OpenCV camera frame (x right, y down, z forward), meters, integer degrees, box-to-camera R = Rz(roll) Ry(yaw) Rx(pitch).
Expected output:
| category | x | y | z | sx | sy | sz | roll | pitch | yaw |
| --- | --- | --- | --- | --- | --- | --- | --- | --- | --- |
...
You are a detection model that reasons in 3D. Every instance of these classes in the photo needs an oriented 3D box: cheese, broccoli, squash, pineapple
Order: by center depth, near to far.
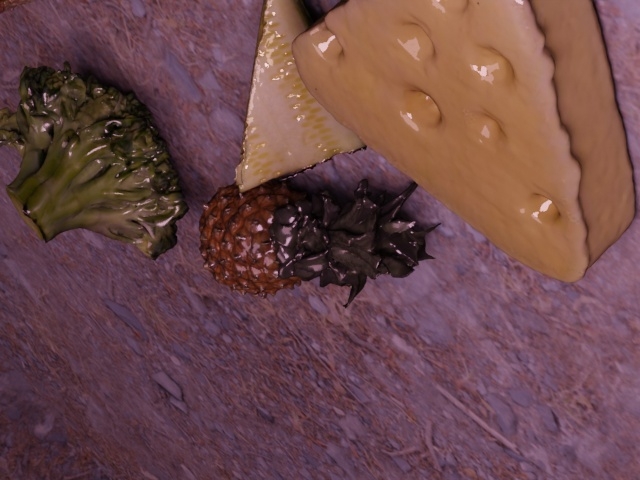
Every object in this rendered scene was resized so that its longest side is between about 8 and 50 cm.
| category | x | y | z | sx | sy | sz | roll | pitch | yaw |
| --- | --- | --- | --- | --- | --- | --- | --- | --- | --- |
| cheese | 0.151 | -0.168 | 1.485 | 0.384 | 0.104 | 0.384 | 36 | 152 | 22 |
| squash | -0.068 | -0.195 | 1.761 | 0.169 | 0.093 | 0.252 | -21 | 119 | 13 |
| pineapple | 0.000 | 0.004 | 1.886 | 0.364 | 0.165 | 0.165 | 5 | 131 | 50 |
| broccoli | -0.331 | -0.085 | 2.136 | 0.288 | 0.245 | 0.248 | 40 | 146 | 16 |

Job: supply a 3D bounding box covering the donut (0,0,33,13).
| category | x | y | z | sx | sy | sz | roll | pitch | yaw |
| --- | --- | --- | --- | --- | --- | --- | --- | --- | --- |
| donut | -0.363 | -0.368 | 1.952 | 0.144 | 0.126 | 0.186 | 58 | 152 | -5 |
